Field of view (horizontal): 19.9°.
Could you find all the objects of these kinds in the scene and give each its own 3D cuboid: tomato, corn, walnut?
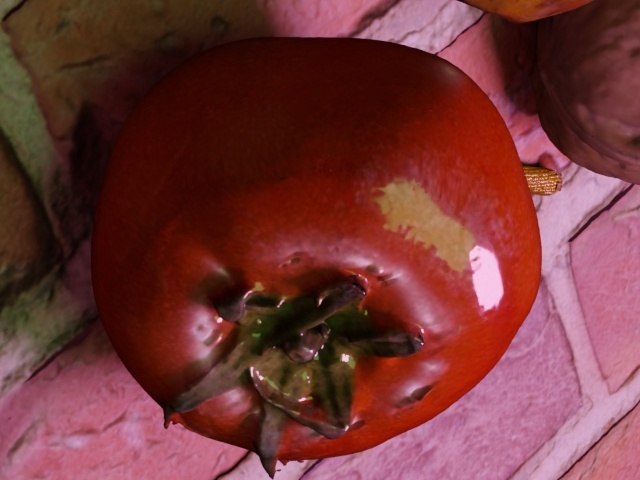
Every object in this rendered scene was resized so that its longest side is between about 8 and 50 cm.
[{"bbox_3d":[0.000,0.000,1.410,0.341,0.273,0.341,3,127,4],"label":"tomato"},{"bbox_3d":[0.201,-0.058,1.734,0.083,0.028,0.027,6,84,-42],"label":"corn"},{"bbox_3d":[0.303,-0.162,1.635,0.248,0.248,0.248,-18,119,-35],"label":"walnut"}]

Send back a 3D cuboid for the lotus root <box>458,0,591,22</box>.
[{"bbox_3d":[0.182,-0.262,1.516,0.199,0.188,0.180,28,100,-8],"label":"lotus root"}]
